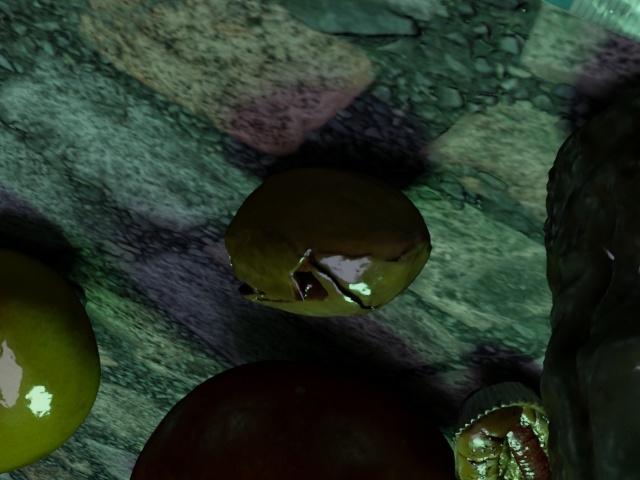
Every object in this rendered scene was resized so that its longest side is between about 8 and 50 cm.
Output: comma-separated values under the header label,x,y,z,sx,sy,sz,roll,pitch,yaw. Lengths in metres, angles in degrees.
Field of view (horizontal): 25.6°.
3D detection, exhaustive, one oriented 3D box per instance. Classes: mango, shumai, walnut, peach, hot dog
label,x,y,z,sx,sy,sz,roll,pitch,yaw
mango,-0.420,0.142,1.726,0.300,0.232,0.445,55,141,-4
shumai,0.289,0.105,0.942,0.395,0.348,0.395,26,154,14
walnut,0.000,0.000,1.235,0.245,0.137,0.137,6,150,51
peach,-0.016,0.296,1.602,0.406,0.310,0.335,28,159,-24
hot dog,0.206,0.230,1.520,0.131,0.069,0.253,-22,142,2

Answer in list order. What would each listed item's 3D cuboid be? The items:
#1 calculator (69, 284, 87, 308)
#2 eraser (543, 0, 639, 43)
label,x,y,z,sx,sy,sz,roll,pitch,yaw
calculator,-0.332,0.089,1.800,0.057,0.018,0.172,26,154,-5
eraser,0.190,-0.198,0.781,0.095,0.052,0.225,25,154,3
